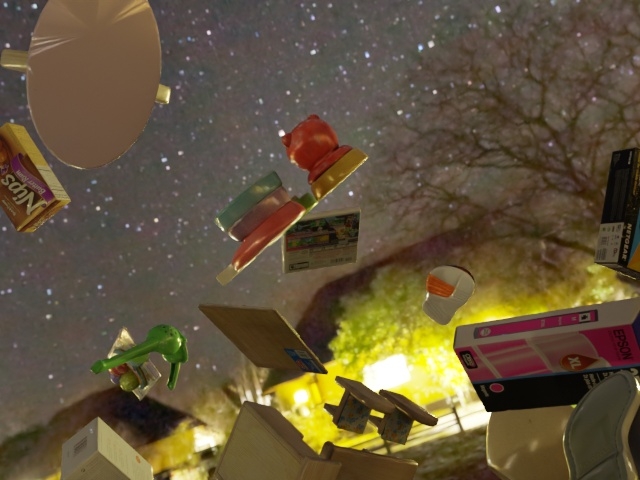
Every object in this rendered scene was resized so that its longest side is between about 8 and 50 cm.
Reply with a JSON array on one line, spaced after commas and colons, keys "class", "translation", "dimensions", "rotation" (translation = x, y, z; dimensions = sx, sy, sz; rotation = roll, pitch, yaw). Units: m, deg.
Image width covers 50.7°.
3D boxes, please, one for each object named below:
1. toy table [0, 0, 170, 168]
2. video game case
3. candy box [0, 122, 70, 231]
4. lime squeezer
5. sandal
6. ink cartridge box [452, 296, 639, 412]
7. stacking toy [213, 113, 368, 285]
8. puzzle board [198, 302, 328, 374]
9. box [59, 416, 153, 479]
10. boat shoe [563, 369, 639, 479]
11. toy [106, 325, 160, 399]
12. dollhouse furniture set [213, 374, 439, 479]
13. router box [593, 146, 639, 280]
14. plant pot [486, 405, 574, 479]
[{"class": "toy table", "translation": [-0.341, -0.245, 1.002], "dimensions": [0.252, 0.274, 0.161], "rotation": [22, -3, -23]}, {"class": "video game case", "translation": [0.000, 0.000, 1.734], "dimensions": [0.201, 0.023, 0.183], "rotation": [-8, -47, -11]}, {"class": "candy box", "translation": [-0.585, -0.121, 1.315], "dimensions": [0.109, 0.186, 0.053], "rotation": [-35, -8, 11]}, {"class": "lime squeezer", "translation": [-0.265, 0.198, 1.131], "dimensions": [0.110, 0.059, 0.310], "rotation": [-62, -15, -11]}, {"class": "sandal", "translation": [0.293, 0.108, 1.541], "dimensions": [0.076, 0.102, 0.265], "rotation": [-50, -14, -24]}, {"class": "ink cartridge box", "translation": [0.422, 0.190, 1.107], "dimensions": [0.371, 0.175, 0.069], "rotation": [-15, 32, 27]}, {"class": "stacking toy", "translation": [-0.093, -0.076, 1.212], "dimensions": [0.309, 0.130, 0.279], "rotation": [-42, 2, -38]}, {"class": "puzzle board", "translation": [-0.057, 0.103, 0.711], "dimensions": [0.096, 0.011, 0.128], "rotation": [-1, -37, 31]}, {"class": "box", "translation": [-0.413, 0.455, 1.319], "dimensions": [0.091, 0.170, 0.130], "rotation": [-39, 23, -5]}, {"class": "boat shoe", "translation": [0.258, 0.191, 0.577], "dimensions": [0.081, 0.069, 0.228], "rotation": [-47, -4, 30]}, {"class": "toy", "translation": [-0.446, 0.297, 1.545], "dimensions": [0.056, 0.137, 0.237], "rotation": [-35, -6, -39]}, {"class": "dollhouse furniture set", "translation": [0.025, 0.286, 0.790], "dimensions": [0.242, 0.212, 0.161], "rotation": [22, 0, -32]}, {"class": "router box", "translation": [0.487, -0.034, 1.021], "dimensions": [0.133, 0.178, 0.046], "rotation": [18, -10, -27]}, {"class": "plant pot", "translation": [0.480, 0.463, 1.491], "dimensions": [0.191, 0.284, 0.284], "rotation": [-50, -8, -12]}]
